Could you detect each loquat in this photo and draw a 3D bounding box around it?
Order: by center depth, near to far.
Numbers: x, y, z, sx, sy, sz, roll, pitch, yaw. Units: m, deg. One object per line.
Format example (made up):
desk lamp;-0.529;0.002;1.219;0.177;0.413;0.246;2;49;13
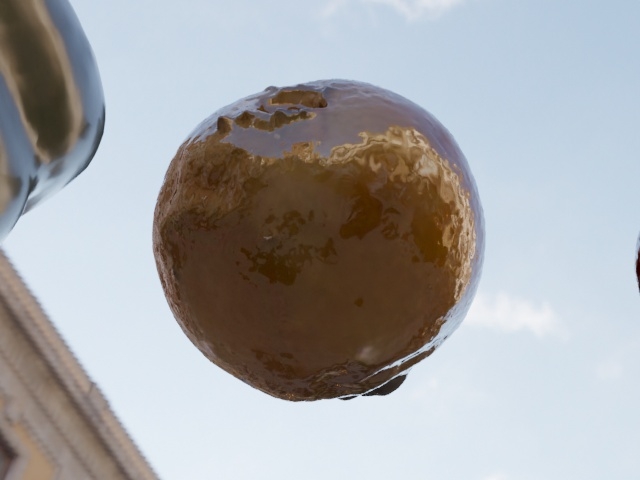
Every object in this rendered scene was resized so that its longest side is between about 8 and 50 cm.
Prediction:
loquat;0.000;0.000;1.269;0.328;0.328;0.328;6;-47;7

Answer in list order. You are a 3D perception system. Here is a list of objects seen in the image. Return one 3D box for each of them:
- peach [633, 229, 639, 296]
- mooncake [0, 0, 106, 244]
peach;0.376;0.009;1.055;0.267;0.154;0.159;2;-74;42
mooncake;-0.223;-0.027;0.564;0.275;0.275;0.135;-19;-71;26
